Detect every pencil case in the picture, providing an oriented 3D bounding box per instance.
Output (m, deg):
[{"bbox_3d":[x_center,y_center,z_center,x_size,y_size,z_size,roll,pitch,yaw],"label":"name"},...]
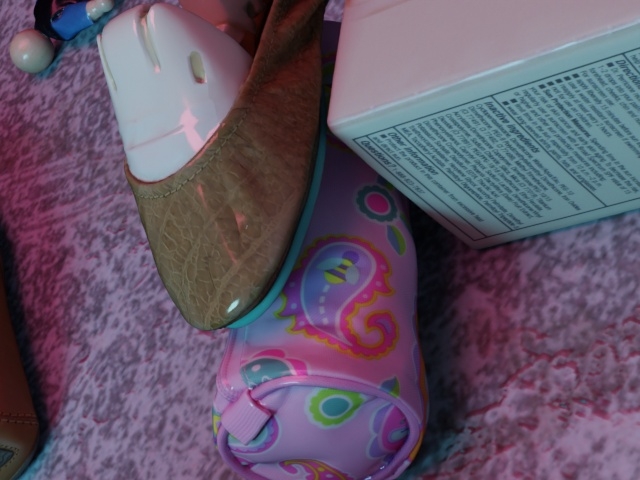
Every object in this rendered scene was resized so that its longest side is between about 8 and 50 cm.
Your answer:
[{"bbox_3d":[0.000,0.000,0.883,0.124,0.124,0.284,-24,45,28],"label":"pencil case"}]

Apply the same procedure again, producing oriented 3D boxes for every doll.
[{"bbox_3d":[-0.193,-0.217,1.287,0.189,0.046,0.129,-48,39,4],"label":"doll"}]

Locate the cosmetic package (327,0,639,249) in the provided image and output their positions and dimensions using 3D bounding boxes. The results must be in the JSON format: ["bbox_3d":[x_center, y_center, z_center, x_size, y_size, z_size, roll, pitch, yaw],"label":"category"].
[{"bbox_3d":[0.168,-0.110,0.789,0.296,0.153,0.129,-14,53,34],"label":"cosmetic package"}]

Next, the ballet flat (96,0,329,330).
[{"bbox_3d":[-0.052,-0.120,0.840,0.116,0.124,0.342,-15,49,41],"label":"ballet flat"}]

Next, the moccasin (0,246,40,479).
[{"bbox_3d":[-0.319,0.038,1.135,0.139,0.147,0.380,-39,41,14],"label":"moccasin"}]
